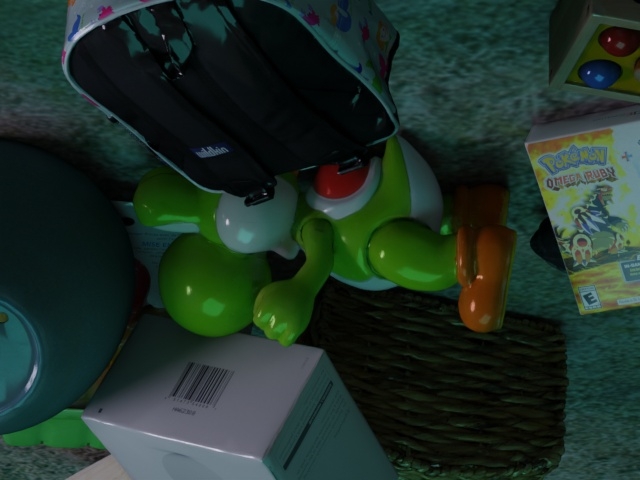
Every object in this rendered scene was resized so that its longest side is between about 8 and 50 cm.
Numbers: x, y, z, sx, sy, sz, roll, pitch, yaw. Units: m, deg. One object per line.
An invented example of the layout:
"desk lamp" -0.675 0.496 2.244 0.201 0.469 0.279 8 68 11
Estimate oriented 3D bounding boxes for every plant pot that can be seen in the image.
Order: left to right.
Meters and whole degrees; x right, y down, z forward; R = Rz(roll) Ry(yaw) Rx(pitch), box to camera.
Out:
"plant pot" -0.320 0.070 1.794 0.290 0.195 0.290 -2 111 -5

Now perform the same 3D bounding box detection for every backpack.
"backpack" -0.075 -0.166 1.484 0.225 0.191 0.253 -16 152 28

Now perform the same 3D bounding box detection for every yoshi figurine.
"yoshi figurine" -0.003 0.022 1.818 0.362 0.203 0.203 8 157 0

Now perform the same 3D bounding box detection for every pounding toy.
"pounding toy" 0.271 -0.163 1.534 0.141 0.100 0.130 9 151 -8

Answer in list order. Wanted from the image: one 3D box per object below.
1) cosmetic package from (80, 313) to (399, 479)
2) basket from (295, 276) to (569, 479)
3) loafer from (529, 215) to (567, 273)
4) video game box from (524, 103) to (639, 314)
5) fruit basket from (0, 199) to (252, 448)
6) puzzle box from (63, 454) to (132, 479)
"cosmetic package" -0.075 0.204 1.887 0.224 0.138 0.225 10 145 33
"basket" 0.100 0.201 2.095 0.299 0.213 0.223 13 149 -14
"loafer" 0.314 0.016 1.885 0.223 0.076 0.078 14 164 -20
"video game box" 0.310 -0.034 1.724 0.205 0.048 0.187 -11 112 25
"fruit basket" -0.232 0.070 2.009 0.327 0.165 0.353 3 132 -8
"puzzle box" -0.233 0.295 2.329 0.272 0.052 0.409 -16 170 -42
